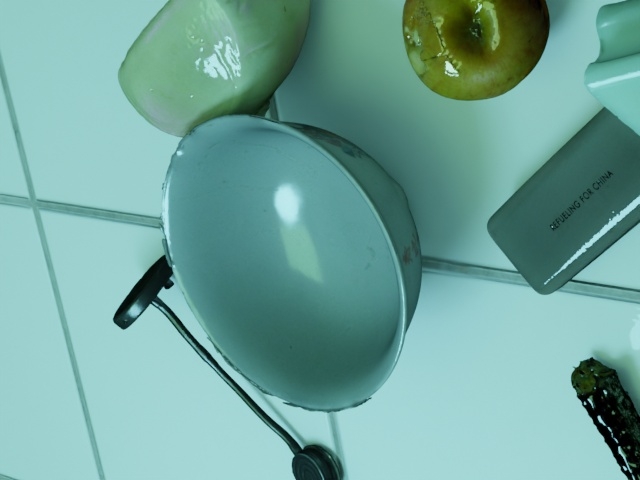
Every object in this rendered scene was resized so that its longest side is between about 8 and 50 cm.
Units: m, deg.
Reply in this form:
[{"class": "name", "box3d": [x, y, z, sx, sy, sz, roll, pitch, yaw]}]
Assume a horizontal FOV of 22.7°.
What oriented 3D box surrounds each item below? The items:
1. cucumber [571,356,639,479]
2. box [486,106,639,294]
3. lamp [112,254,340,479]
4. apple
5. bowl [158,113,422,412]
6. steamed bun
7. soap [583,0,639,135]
[{"class": "cucumber", "box3d": [0.313, 0.204, 1.631, 0.053, 0.053, 0.181, -23, 97, 48]}, {"class": "box", "box3d": [0.262, -0.047, 1.536, 0.103, 0.055, 0.244, 52, 137, 9]}, {"class": "lamp", "box3d": [-0.132, 0.192, 2.006, 0.371, 0.108, 0.130, 56, 141, 4]}, {"class": "apple", "box3d": [0.147, -0.204, 1.496, 0.146, 0.146, 0.146, 22, 126, 34]}, {"class": "bowl", "box3d": [0.000, 0.000, 1.737, 0.345, 0.157, 0.345, 23, 127, 34]}, {"class": "steamed bun", "box3d": [-0.098, -0.202, 1.718, 0.152, 0.170, 0.238, 50, 140, -2]}, {"class": "soap", "box3d": [0.369, -0.150, 1.298, 0.160, 0.087, 0.265, 33, 151, -35]}]
